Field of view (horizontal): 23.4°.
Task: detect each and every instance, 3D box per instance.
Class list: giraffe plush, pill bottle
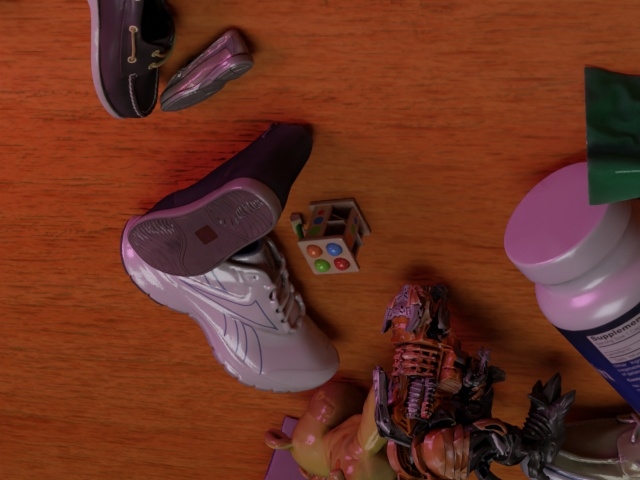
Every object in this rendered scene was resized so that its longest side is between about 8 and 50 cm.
[{"bbox_3d":[0.040,0.237,1.817,0.170,0.210,0.181,19,156,49],"label":"giraffe plush"},{"bbox_3d":[0.303,0.054,1.493,0.153,0.153,0.264,-22,125,38],"label":"pill bottle"}]

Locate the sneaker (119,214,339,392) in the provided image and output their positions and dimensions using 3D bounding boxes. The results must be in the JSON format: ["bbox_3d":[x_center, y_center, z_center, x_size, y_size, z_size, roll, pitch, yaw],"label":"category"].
[{"bbox_3d":[-0.080,0.063,1.692,0.129,0.111,0.297,-30,122,35],"label":"sneaker"}]

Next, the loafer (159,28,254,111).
[{"bbox_3d":[-0.113,-0.164,1.498,0.125,0.039,0.045,-25,167,41],"label":"loafer"}]

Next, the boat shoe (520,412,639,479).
[{"bbox_3d":[0.376,0.232,1.727,0.302,0.109,0.094,3,123,5],"label":"boat shoe"}]

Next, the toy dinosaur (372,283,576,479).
[{"bbox_3d":[0.136,0.210,1.667,0.164,0.218,0.322,22,108,46],"label":"toy dinosaur"}]

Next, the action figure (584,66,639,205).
[{"bbox_3d":[0.350,-0.091,1.355,0.232,0.137,0.063,-1,161,10],"label":"action figure"}]

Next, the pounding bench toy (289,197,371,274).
[{"bbox_3d":[0.000,0.000,1.615,0.083,0.065,0.052,-5,135,26],"label":"pounding bench toy"}]

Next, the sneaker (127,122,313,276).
[{"bbox_3d":[-0.097,-0.039,1.570,0.222,0.118,0.083,-19,117,43],"label":"sneaker"}]

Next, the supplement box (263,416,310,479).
[{"bbox_3d":[-0.024,0.340,1.981,0.114,0.111,0.220,16,140,3],"label":"supplement box"}]

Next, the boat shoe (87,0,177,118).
[{"bbox_3d":[-0.172,-0.199,1.439,0.068,0.081,0.228,12,138,14],"label":"boat shoe"}]
